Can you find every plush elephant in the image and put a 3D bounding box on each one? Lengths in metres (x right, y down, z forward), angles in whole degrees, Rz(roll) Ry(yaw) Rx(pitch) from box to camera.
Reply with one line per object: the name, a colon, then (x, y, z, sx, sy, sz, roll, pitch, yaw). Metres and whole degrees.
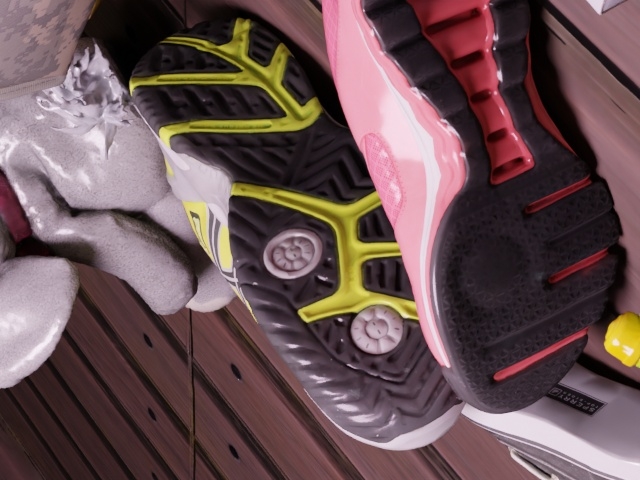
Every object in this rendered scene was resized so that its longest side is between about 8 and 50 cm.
plush elephant: (-0.240, -0.028, 1.293, 0.271, 0.255, 0.330, 58, 179, 11)

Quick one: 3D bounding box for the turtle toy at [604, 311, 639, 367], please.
turtle toy: (0.202, 0.035, 0.794, 0.095, 0.066, 0.130, 33, 150, 5)

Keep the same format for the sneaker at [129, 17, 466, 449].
sneaker: (0.000, 0.000, 1.108, 0.384, 0.145, 0.147, 59, 171, 43)

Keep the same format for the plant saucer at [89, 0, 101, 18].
plant saucer: (-0.195, -0.365, 1.142, 0.332, 0.081, 0.333, 58, 158, 7)

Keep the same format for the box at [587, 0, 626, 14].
box: (0.117, -0.209, 0.719, 0.145, 0.038, 0.186, 52, 157, 18)

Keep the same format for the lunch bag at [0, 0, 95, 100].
lunch bag: (-0.274, -0.177, 0.986, 0.169, 0.287, 0.235, 53, 141, 15)

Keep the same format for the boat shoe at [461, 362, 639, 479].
boat shoe: (0.144, 0.116, 1.004, 0.219, 0.078, 0.070, 27, 139, 51)

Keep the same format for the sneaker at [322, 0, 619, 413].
sneaker: (0.076, -0.057, 0.934, 0.136, 0.116, 0.313, -148, 41, -67)
